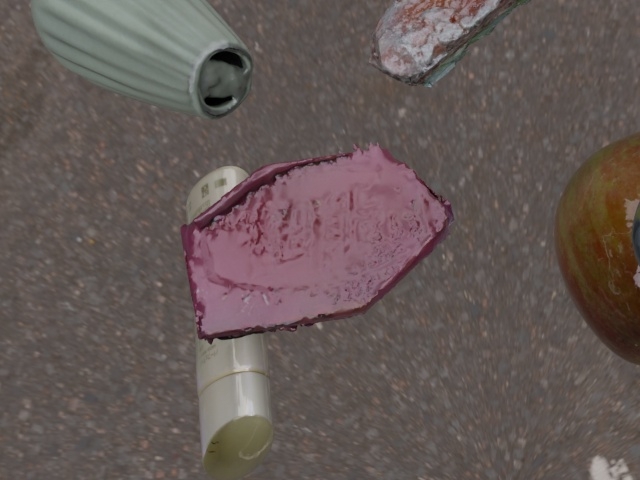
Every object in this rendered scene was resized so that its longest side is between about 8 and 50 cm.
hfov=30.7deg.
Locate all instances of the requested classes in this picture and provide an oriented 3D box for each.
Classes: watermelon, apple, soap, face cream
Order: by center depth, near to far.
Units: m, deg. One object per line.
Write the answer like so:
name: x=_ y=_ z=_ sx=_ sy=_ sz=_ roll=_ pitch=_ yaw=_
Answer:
watermelon: x=0.081 y=-0.153 z=0.754 sx=0.071 sy=0.187 sz=0.139 roll=49 pitch=47 yaw=-1
soap: x=0.000 y=0.000 z=1.246 sx=0.289 sy=0.112 sz=0.182 roll=-9 pitch=85 yaw=-3
apple: x=0.386 y=0.011 z=1.282 sx=0.256 sy=0.257 sz=0.234 roll=-4 pitch=61 yaw=8
face cream: x=-0.110 y=0.100 z=1.396 sx=0.081 sy=0.173 sz=0.349 roll=0 pitch=66 yaw=-16

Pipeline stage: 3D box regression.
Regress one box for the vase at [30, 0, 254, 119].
vase: x=-0.151 y=-0.178 z=1.009 sx=0.128 sy=0.128 sz=0.248 roll=-51 pitch=49 yaw=-5

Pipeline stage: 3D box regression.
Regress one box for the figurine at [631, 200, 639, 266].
figurine: x=0.284 y=-0.055 z=0.741 sx=0.265 sy=0.140 sz=0.193 roll=-51 pitch=41 yaw=38
